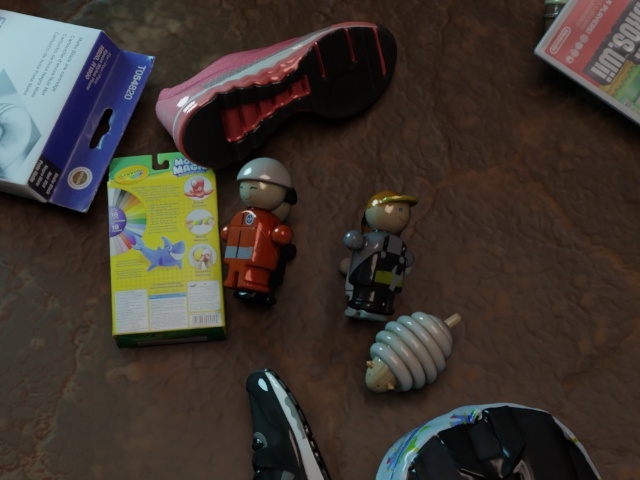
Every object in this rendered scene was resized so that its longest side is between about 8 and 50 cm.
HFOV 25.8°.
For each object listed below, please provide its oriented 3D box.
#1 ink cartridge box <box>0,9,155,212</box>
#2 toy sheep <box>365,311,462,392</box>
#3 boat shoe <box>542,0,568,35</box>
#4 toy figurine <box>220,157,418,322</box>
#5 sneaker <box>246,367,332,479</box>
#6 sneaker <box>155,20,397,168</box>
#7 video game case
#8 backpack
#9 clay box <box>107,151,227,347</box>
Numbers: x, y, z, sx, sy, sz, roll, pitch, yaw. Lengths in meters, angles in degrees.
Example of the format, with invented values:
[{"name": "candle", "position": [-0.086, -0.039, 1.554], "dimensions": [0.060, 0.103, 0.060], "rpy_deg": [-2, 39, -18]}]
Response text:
[{"name": "ink cartridge box", "position": [-0.338, -0.159, 1.653], "dimensions": [0.224, 0.045, 0.223], "rpy_deg": [14, 68, 18]}, {"name": "toy sheep", "position": [0.103, 0.122, 1.548], "dimensions": [0.132, 0.091, 0.091], "rpy_deg": [-41, 74, -15]}, {"name": "boat shoe", "position": [0.397, -0.248, 1.707], "dimensions": [0.258, 0.095, 0.095], "rpy_deg": [9, 92, 2]}, {"name": "toy figurine", "position": [0.000, 0.000, 1.528], "dimensions": [0.210, 0.213, 0.148], "rpy_deg": [9, 83, 4]}, {"name": "sneaker", "position": [-0.046, 0.276, 1.481], "dimensions": [0.124, 0.107, 0.283], "rpy_deg": [-22, 70, -3]}, {"name": "sneaker", "position": [-0.056, -0.199, 1.662], "dimensions": [0.314, 0.115, 0.136], "rpy_deg": [-24, 37, -23]}, {"name": "video game case", "position": [0.426, -0.227, 1.648], "dimensions": [0.285, 0.025, 0.204], "rpy_deg": [34, 97, -1]}, {"name": "backpack", "position": [0.179, 0.340, 1.389], "dimensions": [0.290, 0.273, 0.355], "rpy_deg": [-16, 91, -13]}, {"name": "clay box", "position": [-0.178, 0.008, 1.608], "dimensions": [0.128, 0.053, 0.222], "rpy_deg": [-4, 67, -2]}]
